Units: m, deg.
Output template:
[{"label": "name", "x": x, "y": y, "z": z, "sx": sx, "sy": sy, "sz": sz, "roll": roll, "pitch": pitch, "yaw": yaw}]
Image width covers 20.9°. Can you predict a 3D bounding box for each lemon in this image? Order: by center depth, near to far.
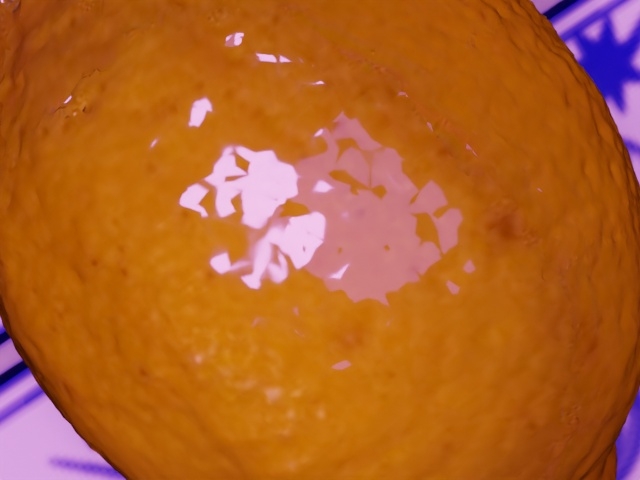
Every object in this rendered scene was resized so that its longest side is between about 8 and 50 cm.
[{"label": "lemon", "x": 0.000, "y": 0.000, "z": 0.516, "sx": 0.188, "sy": 0.188, "sz": 0.257, "roll": -44, "pitch": 104, "yaw": -11}]
